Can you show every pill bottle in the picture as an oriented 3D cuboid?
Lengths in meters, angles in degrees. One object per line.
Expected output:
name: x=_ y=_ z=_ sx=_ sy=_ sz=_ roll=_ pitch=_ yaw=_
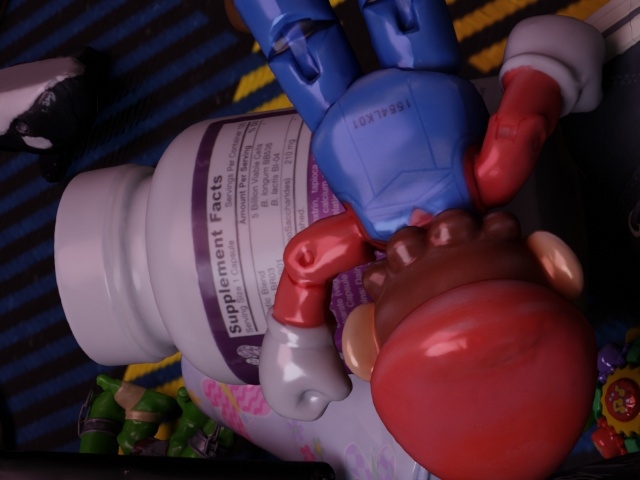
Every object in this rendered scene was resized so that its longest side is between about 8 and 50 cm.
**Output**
pill bottle: x=0.000 y=0.000 z=1.202 sx=0.301 sy=0.169 sz=0.169 roll=-7 pitch=78 yaw=18

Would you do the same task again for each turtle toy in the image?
turtle toy: x=0.184 y=0.095 z=1.160 sx=0.130 sy=0.066 sz=0.095 roll=-5 pitch=81 yaw=48

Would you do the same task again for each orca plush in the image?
orca plush: x=-0.261 y=-0.085 z=1.660 sx=0.287 sy=0.151 sz=0.102 roll=-6 pitch=112 yaw=45

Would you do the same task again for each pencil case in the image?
pencil case: x=0.023 y=0.103 z=1.302 sx=0.273 sy=0.113 sz=0.124 roll=20 pitch=114 yaw=49

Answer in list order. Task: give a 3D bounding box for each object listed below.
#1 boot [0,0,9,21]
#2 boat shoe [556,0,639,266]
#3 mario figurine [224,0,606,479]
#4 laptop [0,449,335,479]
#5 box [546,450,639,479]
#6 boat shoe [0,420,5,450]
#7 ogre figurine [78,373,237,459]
boot: x=-0.352 y=-0.209 z=1.789 sx=0.106 sy=0.082 sz=0.219 roll=54 pitch=125 yaw=34
boat shoe: x=0.306 y=-0.120 z=0.974 sx=0.500 sy=0.187 sz=0.156 roll=-35 pitch=62 yaw=47
mario figurine: x=0.055 y=-0.017 z=1.054 sx=0.198 sy=0.170 sz=0.320 roll=-36 pitch=65 yaw=47
laptop: x=-0.179 y=0.341 z=1.329 sx=0.408 sy=0.236 sz=0.382 roll=1 pitch=79 yaw=11
box: x=0.124 y=0.279 z=1.031 sx=0.076 sy=0.242 sz=0.307 roll=4 pitch=98 yaw=47
boat shoe: x=-0.293 y=0.195 z=1.693 sx=0.048 sy=0.056 sz=0.153 roll=112 pitch=141 yaw=-64
ogre figurine: x=-0.128 y=0.169 z=1.486 sx=0.197 sy=0.097 sz=0.118 roll=7 pitch=72 yaw=33
